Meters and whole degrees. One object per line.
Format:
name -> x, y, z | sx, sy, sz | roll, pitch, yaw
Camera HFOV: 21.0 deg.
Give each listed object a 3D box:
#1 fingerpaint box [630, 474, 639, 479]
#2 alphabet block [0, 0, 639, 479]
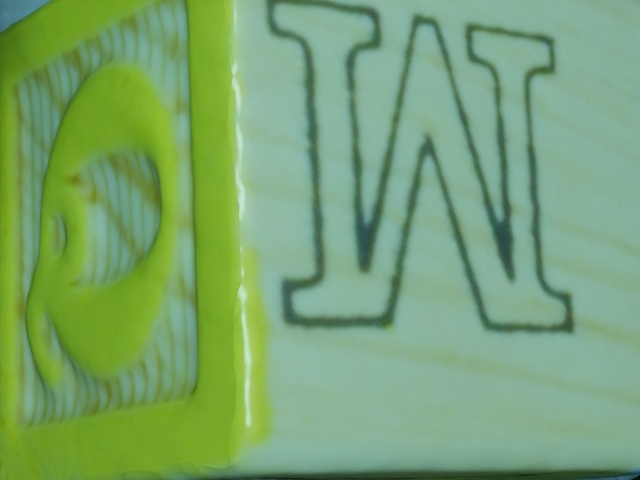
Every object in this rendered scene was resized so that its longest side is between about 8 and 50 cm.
fingerpaint box -> 0.181, 0.337, 0.716 | 0.371, 0.163, 0.445 | -15, 91, -41
alphabet block -> 0.000, 0.000, 0.667 | 0.197, 0.192, 0.193 | 5, 76, -35
